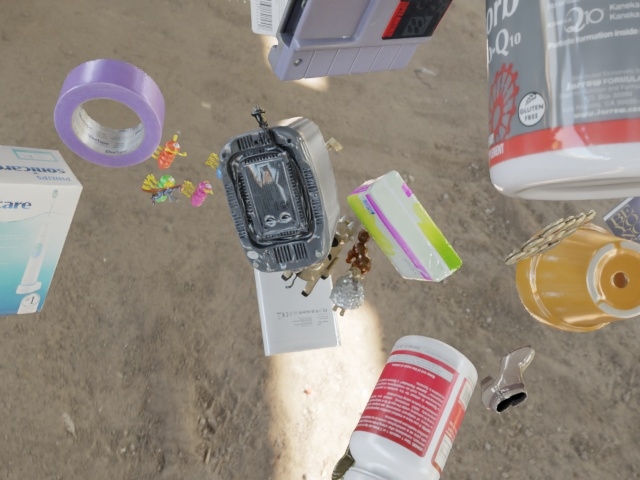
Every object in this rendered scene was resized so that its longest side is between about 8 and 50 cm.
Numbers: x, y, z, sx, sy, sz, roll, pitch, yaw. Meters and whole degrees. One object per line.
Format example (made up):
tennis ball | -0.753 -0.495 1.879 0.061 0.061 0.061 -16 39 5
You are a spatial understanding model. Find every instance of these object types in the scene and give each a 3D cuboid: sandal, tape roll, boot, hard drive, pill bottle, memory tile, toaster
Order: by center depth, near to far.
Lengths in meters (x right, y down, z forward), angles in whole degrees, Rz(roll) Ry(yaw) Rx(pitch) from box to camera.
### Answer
pill bottle | 0.260 -0.227 0.570 0.210 0.210 0.363 1 87 -22
toaster | -0.050 -0.077 0.837 0.129 0.227 0.146 -11 17 15
memory tile | 0.349 -0.004 0.928 0.148 0.113 0.012 -12 65 -44
boot | 0.303 0.222 0.964 0.042 0.118 0.087 47 5 -13
tape roll | -0.388 -0.233 1.139 0.188 0.189 0.080 9 44 -15
pill bottle | 0.213 0.458 1.506 0.228 0.229 0.408 29 62 4
sandal | 0.089 0.580 1.651 0.072 0.049 0.180 23 88 8
hard drive | -0.073 0.149 1.805 0.232 0.047 0.354 -2 76 -26

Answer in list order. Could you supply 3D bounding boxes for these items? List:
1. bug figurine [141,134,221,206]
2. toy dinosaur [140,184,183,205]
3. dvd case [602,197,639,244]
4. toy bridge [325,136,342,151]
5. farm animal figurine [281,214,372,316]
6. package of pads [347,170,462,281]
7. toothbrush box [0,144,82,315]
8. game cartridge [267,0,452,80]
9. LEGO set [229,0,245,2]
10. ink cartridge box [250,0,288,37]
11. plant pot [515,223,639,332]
bug figurine | -0.366 -0.188 1.735 0.278 0.216 0.072 5 39 -43
toy dinosaur | -0.379 -0.119 1.501 0.090 0.082 0.047 49 -2 -22
dvd case | 0.730 -0.046 1.355 0.018 0.164 0.221 33 29 -18
toy bridge | -0.030 -0.157 1.381 0.026 0.188 0.063 37 10 -33
farm animal figurine | 0.000 0.000 1.630 0.330 0.172 0.327 27 40 -2
package of pads | 0.208 -0.029 1.590 0.101 0.229 0.297 -38 97 -11
toothbrush box | -0.574 -0.012 1.063 0.216 0.296 0.126 -3 41 -48
game cartridge | 0.092 -0.339 0.724 0.230 0.355 0.068 -11 62 -29
LEGO set | -0.196 -0.638 1.594 0.083 0.024 0.054 -26 48 -22
ink cartridge box | -0.003 -0.488 1.059 0.261 0.297 0.066 19 44 19
plant pot | 0.480 0.065 1.083 0.205 0.188 0.205 0 88 -5
